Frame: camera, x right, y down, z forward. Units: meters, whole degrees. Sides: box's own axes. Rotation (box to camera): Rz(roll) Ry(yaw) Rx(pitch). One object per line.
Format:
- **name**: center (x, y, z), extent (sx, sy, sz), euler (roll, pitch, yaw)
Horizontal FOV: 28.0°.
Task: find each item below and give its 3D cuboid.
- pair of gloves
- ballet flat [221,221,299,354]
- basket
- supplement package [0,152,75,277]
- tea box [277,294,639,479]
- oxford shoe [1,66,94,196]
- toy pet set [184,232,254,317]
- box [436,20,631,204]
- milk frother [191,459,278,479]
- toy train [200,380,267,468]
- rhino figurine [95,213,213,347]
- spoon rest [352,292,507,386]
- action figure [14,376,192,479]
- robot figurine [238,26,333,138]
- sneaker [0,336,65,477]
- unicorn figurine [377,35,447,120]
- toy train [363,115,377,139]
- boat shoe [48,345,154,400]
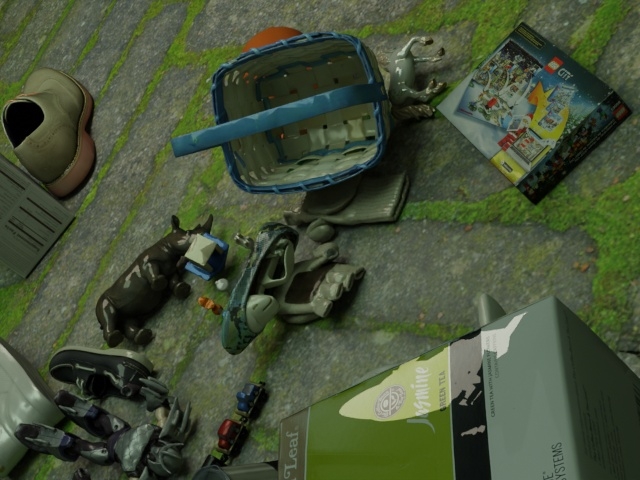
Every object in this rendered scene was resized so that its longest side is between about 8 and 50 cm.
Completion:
- **pair of gloves**: center (0.000, 0.000, 1.720), extent (0.204, 0.042, 0.240), euler (6, 61, 50)
- **ballet flat**: center (-0.074, 0.061, 1.672), extent (0.070, 0.070, 0.188), euler (-2, 65, 46)
- **basket**: center (-0.028, -0.164, 1.676), extent (0.255, 0.289, 0.201), euler (-12, 92, 23)
- **supplement package**: center (-0.596, -0.080, 2.299), extent (0.145, 0.204, 0.262), euler (-51, 35, -4)
- **tea box**: center (0.142, 0.285, 1.146), extent (0.324, 0.220, 0.329), euler (-26, 41, 28)
- **oxford shoe**: center (-0.522, -0.242, 2.418), extent (0.140, 0.146, 0.397), euler (-43, 35, 10)
- **toy pet set**: center (-0.138, 0.045, 1.833), extent (0.114, 0.065, 0.122), euler (26, 79, 18)
- **box**: center (0.257, -0.162, 1.589), extent (0.159, 0.044, 0.233), euler (-44, 35, 7)
- **milk frother**: center (-0.048, 0.302, 1.407), extent (0.143, 0.135, 0.129), euler (-15, 78, 42)
- **toy train**: center (-0.113, 0.244, 1.619), extent (0.027, 0.036, 0.158), euler (6, 62, 50)
- **rhino figurine**: center (-0.244, 0.051, 1.911), extent (0.243, 0.073, 0.106), euler (-49, 38, -3)
- **spoon rest**: center (0.117, 0.166, 1.425), extent (0.276, 0.084, 0.137), euler (-41, 32, 35)
- **action figure**: center (-0.280, 0.271, 1.726), extent (0.285, 0.099, 0.185), euler (5, 52, 45)
- **robot figurine**: center (-0.050, -0.238, 1.920), extent (0.158, 0.128, 0.219), euler (-9, 37, -10)
- **sneaker**: center (-0.515, 0.250, 1.988), extent (0.169, 0.108, 0.292), euler (-48, 36, -4)
- **unicorn figurine**: center (0.122, -0.237, 1.791), extent (0.111, 0.060, 0.161), euler (-16, 47, 37)
- **toy train**: center (0.078, -0.177, 1.821), extent (0.024, 0.017, 0.083), euler (-10, 50, 29)
- **boat shoe**: center (-0.332, 0.198, 1.868), extent (0.206, 0.075, 0.065), euler (-5, 51, 39)
